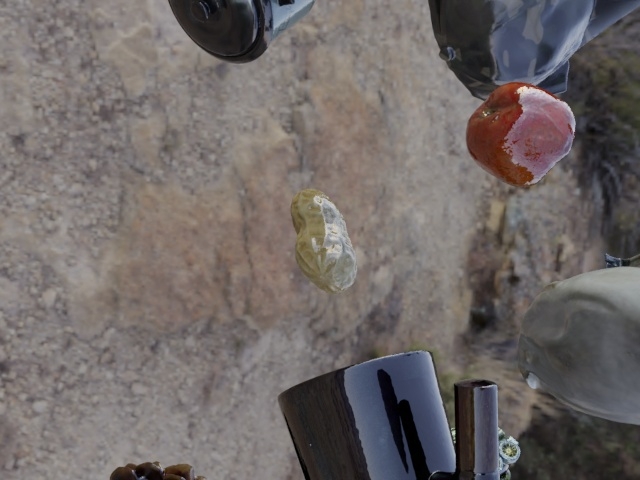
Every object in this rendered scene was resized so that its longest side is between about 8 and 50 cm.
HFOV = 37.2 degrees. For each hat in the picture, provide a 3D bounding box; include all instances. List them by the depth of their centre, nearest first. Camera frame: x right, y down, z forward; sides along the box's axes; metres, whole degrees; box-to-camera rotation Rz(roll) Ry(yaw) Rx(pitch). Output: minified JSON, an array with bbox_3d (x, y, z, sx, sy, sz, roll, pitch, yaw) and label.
[{"bbox_3d":[0.363,-0.401,1.413,0.366,0.382,0.257,49,44,-19],"label":"hat"}]

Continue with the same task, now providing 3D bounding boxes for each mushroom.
[{"bbox_3d":[0.253,0.068,0.612,0.097,0.351,0.109,1,85,-30],"label":"mushroom"}]

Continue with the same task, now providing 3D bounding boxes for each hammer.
[{"bbox_3d":[0.333,0.009,0.941,0.182,0.062,0.017,102,-9,-77],"label":"hammer"}]

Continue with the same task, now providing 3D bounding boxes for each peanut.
[{"bbox_3d":[0.000,0.000,1.506,0.083,0.093,0.194,87,-15,-58],"label":"peanut"}]

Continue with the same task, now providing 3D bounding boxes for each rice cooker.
[{"bbox_3d":[-0.145,-0.450,1.679,0.227,0.280,0.241,-45,132,-37],"label":"rice cooker"}]

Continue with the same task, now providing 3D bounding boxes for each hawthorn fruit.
[{"bbox_3d":[0.235,-0.127,1.123,0.128,0.128,0.128,-24,117,-59],"label":"hawthorn fruit"}]

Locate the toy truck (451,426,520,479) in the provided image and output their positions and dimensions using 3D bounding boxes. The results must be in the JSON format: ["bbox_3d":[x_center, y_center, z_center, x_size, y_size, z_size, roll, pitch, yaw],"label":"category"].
[{"bbox_3d":[0.197,0.332,1.396,0.191,0.116,0.085,-29,144,-26],"label":"toy truck"}]

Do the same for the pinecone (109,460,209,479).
[{"bbox_3d":[-0.256,0.434,1.312,0.292,0.246,0.246,-6,102,-69],"label":"pinecone"}]

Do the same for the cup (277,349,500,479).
[{"bbox_3d":[0.066,0.206,0.915,0.239,0.166,0.177,123,-46,-67],"label":"cup"}]
